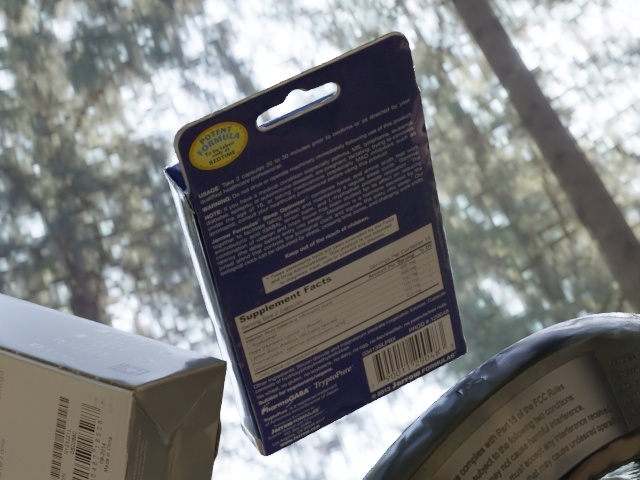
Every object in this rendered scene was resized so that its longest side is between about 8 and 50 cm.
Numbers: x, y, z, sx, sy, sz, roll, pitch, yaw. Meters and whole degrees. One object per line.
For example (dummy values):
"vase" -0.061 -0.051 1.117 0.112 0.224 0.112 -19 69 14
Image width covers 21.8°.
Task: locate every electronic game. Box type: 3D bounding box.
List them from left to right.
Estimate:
"electronic game" 0.059 0.130 0.471 0.229 0.048 0.229 -21 -59 -39

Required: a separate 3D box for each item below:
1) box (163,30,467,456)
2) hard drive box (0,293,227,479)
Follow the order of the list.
"box" 0.000 0.000 0.886 0.136 0.036 0.225 -25 -50 -15
"hard drive box" -0.178 0.126 0.879 0.089 0.232 0.181 -13 -65 -61
